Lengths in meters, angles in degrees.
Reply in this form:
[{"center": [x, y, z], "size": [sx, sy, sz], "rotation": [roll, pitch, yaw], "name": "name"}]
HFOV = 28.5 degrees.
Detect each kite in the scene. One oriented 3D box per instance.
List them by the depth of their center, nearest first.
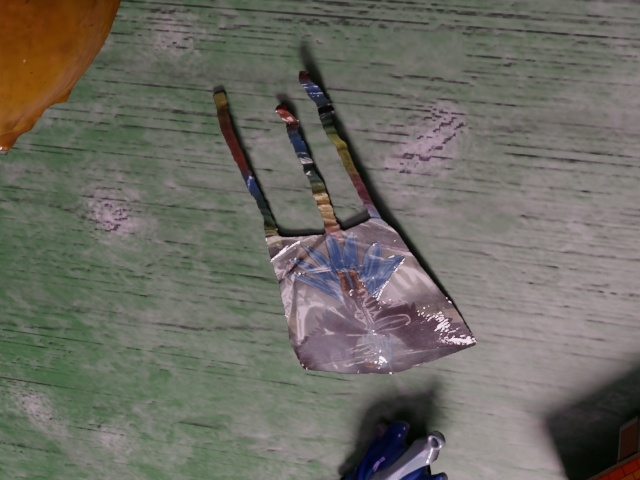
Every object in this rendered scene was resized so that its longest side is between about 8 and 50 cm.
[{"center": [-0.001, 0.001, 1.071], "size": [0.169, 0.015, 0.310], "rotation": [-15, 120, 28], "name": "kite"}]

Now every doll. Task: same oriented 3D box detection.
[{"center": [0.064, 0.230, 1.186], "size": [0.096, 0.070, 0.195], "rotation": [53, 134, 17], "name": "doll"}]

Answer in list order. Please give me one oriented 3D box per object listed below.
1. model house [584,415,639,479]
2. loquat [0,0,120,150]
[{"center": [0.277, 0.264, 1.050], "size": [0.154, 0.207, 0.294], "rotation": [43, 126, -10], "name": "model house"}, {"center": [-0.288, -0.199, 0.831], "size": [0.328, 0.328, 0.328], "rotation": [9, 127, 12], "name": "loquat"}]
